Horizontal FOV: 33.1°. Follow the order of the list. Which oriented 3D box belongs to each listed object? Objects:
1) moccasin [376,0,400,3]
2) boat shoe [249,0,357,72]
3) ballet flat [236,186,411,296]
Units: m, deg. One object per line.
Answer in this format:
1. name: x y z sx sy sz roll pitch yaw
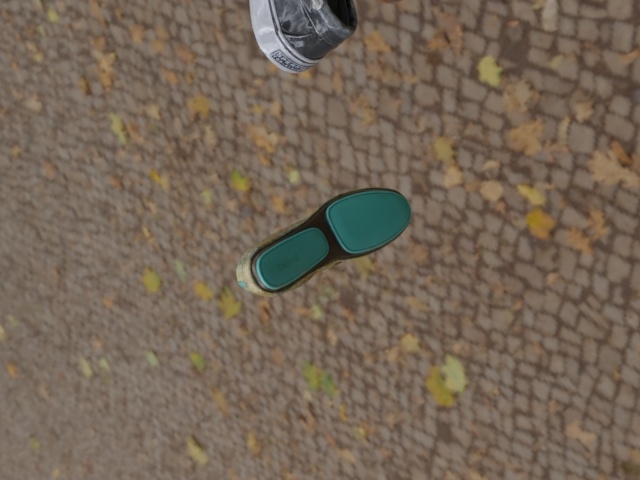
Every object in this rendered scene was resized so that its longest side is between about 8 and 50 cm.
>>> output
1. moccasin: 0.107 -0.506 1.446 0.147 0.139 0.379 6 91 50
2. boat shoe: -0.024 -0.322 1.066 0.105 0.113 0.306 -26 61 39
3. ballet flat: 0.000 0.000 1.868 0.123 0.349 0.123 37 142 37
